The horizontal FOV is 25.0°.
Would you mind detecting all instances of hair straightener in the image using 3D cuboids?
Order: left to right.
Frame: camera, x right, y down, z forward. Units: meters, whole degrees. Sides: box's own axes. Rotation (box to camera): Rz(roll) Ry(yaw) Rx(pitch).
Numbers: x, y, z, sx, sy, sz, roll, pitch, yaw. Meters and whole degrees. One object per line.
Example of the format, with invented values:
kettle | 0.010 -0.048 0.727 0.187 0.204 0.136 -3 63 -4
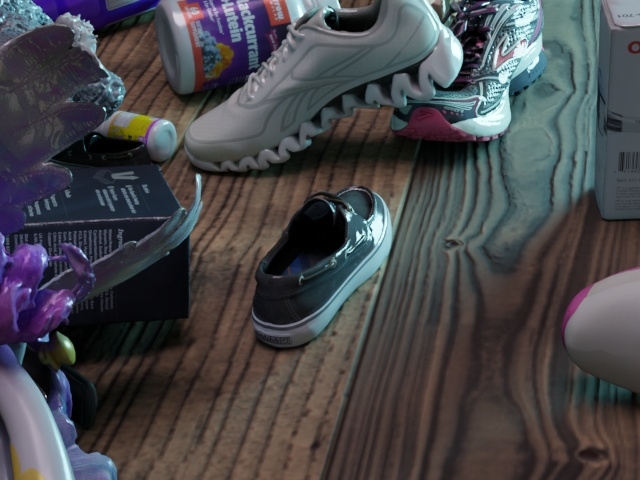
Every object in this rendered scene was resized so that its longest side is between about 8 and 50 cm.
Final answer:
hair straightener | -0.236 0.090 1.149 0.089 0.047 0.230 -9 22 -36

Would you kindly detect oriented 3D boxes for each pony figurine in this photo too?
pony figurine | -0.242 0.061 0.940 0.351 0.303 0.363 -23 58 4

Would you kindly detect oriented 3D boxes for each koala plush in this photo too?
koala plush | -0.288 -0.137 1.297 0.196 0.203 0.221 -38 22 -8

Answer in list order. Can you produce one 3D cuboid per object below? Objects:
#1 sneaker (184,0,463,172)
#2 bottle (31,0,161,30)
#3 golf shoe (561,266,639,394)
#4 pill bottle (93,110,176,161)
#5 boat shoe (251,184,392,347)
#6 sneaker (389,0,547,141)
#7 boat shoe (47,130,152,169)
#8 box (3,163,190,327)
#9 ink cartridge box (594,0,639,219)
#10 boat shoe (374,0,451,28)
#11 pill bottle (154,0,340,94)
sneaker | -0.014 -0.162 1.405 0.292 0.118 0.110 -24 36 15
bottle | -0.291 -0.311 1.786 0.283 0.092 0.118 -26 37 -33
golf shoe | 0.310 0.094 0.990 0.306 0.115 0.140 7 35 21
pill bottle | -0.191 -0.108 1.470 0.083 0.043 0.043 13 34 29
boat shoe | 0.000 0.000 1.224 0.080 0.076 0.228 10 33 23
sneaker | 0.152 -0.190 1.499 0.121 0.112 0.299 8 33 21
boat shoe | -0.227 -0.090 1.446 0.142 0.040 0.049 12 34 26
box | -0.197 0.003 1.190 0.158 0.093 0.156 -4 19 -14
ink cartridge box | 0.317 -0.119 1.273 0.140 0.190 0.082 -2 30 4
boat shoe | 0.107 -0.314 1.741 0.095 0.095 0.257 -6 30 10
pill bottle | -0.078 -0.233 1.606 0.193 0.108 0.108 -15 31 -16
